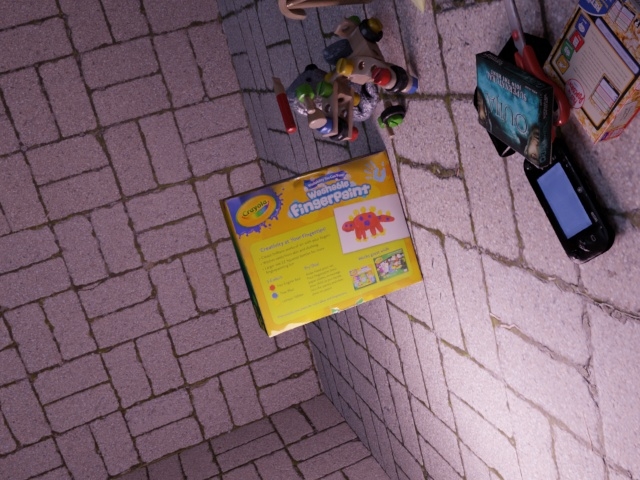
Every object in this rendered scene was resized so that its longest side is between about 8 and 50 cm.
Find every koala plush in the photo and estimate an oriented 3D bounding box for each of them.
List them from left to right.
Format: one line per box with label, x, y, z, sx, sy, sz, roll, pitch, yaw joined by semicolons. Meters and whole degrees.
koala plush;0.016;-0.377;1.709;0.196;0.221;0.203;-133;28;-58

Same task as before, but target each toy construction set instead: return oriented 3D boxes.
toy construction set;0.040;-0.374;1.521;0.257;0.308;0.237;123;132;-62

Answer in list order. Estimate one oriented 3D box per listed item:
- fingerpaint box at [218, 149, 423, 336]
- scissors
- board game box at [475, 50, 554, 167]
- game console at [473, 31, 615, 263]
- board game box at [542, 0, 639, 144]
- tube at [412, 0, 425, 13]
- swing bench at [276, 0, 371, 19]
fingerpaint box;0.000;0.000;1.798;0.163;0.444;0.371;-168;60;-75
scissors;0.296;-0.287;1.014;0.109;0.021;0.297;117;132;-77
board game box;0.296;-0.206;1.040;0.186;0.026;0.126;-120;16;-55
game console;0.364;-0.140;1.076;0.213;0.044;0.361;113;135;-70
board game box;0.378;-0.242;0.883;0.193;0.045;0.147;101;147;-63
tube;0.176;-0.541;1.242;0.240;0.062;0.070;85;-159;-57
swing bench;-0.026;-0.638;1.463;0.165;0.254;0.253;135;116;-74
